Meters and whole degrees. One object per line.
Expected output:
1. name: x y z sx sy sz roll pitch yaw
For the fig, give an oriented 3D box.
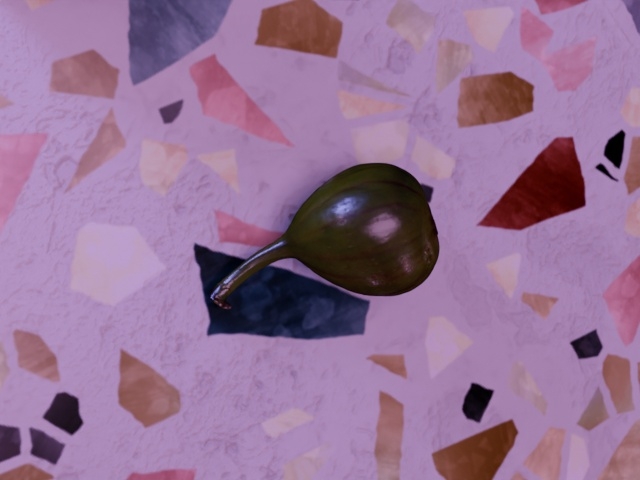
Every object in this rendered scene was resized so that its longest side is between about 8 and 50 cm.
1. fig: 0.000 0.000 1.640 0.259 0.151 0.151 -12 96 3
